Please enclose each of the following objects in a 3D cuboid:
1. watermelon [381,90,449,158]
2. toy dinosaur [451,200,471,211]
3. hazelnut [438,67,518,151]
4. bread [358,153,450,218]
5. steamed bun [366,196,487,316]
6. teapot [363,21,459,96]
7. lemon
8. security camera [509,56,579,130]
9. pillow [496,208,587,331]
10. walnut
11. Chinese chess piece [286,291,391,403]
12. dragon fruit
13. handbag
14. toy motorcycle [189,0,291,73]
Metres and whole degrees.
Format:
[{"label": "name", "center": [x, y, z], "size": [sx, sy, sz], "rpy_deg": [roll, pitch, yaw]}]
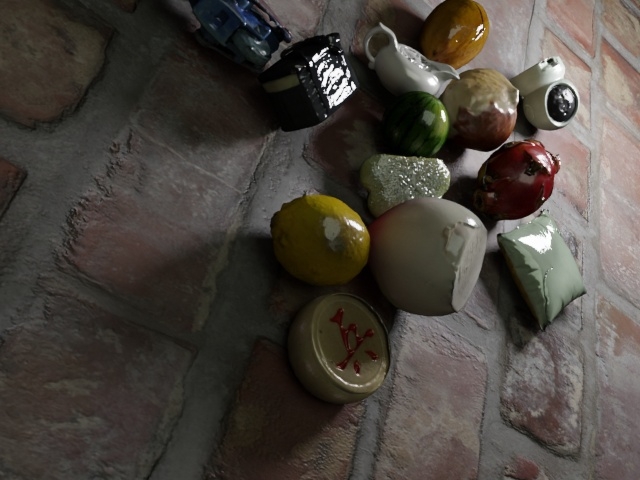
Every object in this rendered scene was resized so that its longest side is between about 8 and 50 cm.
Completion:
[{"label": "watermelon", "center": [0.255, -0.306, 1.902], "size": [0.188, 0.215, 0.188], "rpy_deg": [28, 23, -13]}, {"label": "toy dinosaur", "center": [0.384, -0.039, 1.944], "size": [0.144, 0.076, 0.329], "rpy_deg": [-32, 89, -35]}, {"label": "hazelnut", "center": [0.480, -0.397, 2.072], "size": [0.261, 0.241, 0.261], "rpy_deg": [21, 58, -37]}, {"label": "bread", "center": [0.233, -0.126, 1.835], "size": [0.286, 0.056, 0.207], "rpy_deg": [-4, 92, -26]}, {"label": "steamed bun", "center": [0.237, 0.028, 1.687], "size": [0.309, 0.309, 0.309], "rpy_deg": [16, 61, -32]}, {"label": "teapot", "center": [0.248, -0.499, 1.981], "size": [0.298, 0.139, 0.204], "rpy_deg": [23, 39, -18]}, {"label": "lemon", "center": [0.000, 0.000, 1.543], "size": [0.260, 0.204, 0.204], "rpy_deg": [24, 57, -28]}, {"label": "security camera", "center": [0.788, -0.496, 2.392], "size": [0.194, 0.194, 0.236], "rpy_deg": [-22, 90, -42]}, {"label": "pillow", "center": [0.676, 0.079, 2.083], "size": [0.310, 0.119, 0.312], "rpy_deg": [-23, 85, -45]}, {"label": "walnut", "center": [0.407, -0.635, 2.154], "size": [0.209, 0.209, 0.336], "rpy_deg": [45, 57, -12]}, {"label": "Chinese chess piece", "center": [0.043, 0.239, 1.536], "size": [0.249, 0.103, 0.250], "rpy_deg": [18, 58, -32]}, {"label": "dragon fruit", "center": [0.582, -0.178, 2.053], "size": [0.315, 0.250, 0.250], "rpy_deg": [-12, 78, -48]}, {"label": "handbag", "center": [-0.033, -0.400, 1.706], "size": [0.254, 0.181, 0.181], "rpy_deg": [-45, 120, -40]}, {"label": "toy motorcycle", "center": [-0.235, -0.546, 1.662], "size": [0.319, 0.241, 0.182], "rpy_deg": [43, 90, -17]}]
